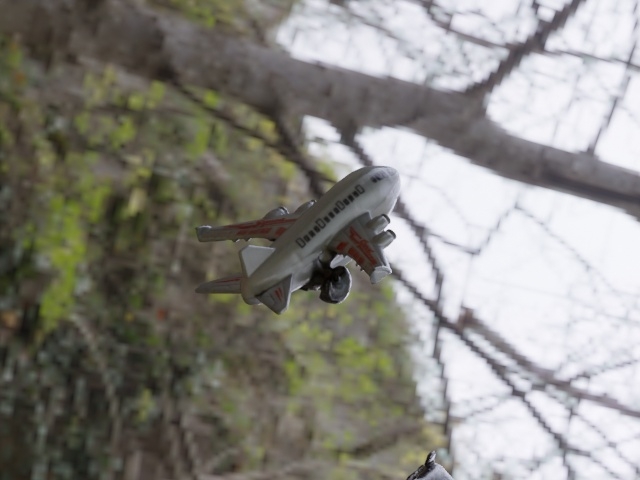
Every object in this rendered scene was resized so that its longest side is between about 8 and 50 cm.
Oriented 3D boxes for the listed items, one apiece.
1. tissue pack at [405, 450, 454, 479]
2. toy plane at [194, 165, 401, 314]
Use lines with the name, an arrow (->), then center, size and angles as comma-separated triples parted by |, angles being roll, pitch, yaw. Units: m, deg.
tissue pack -> 0.129, 0.343, 1.342 | 0.361, 0.259, 0.122 | 45, -61, 9
toy plane -> 0.000, 0.000, 1.312 | 0.162, 0.171, 0.065 | 13, -60, 40
